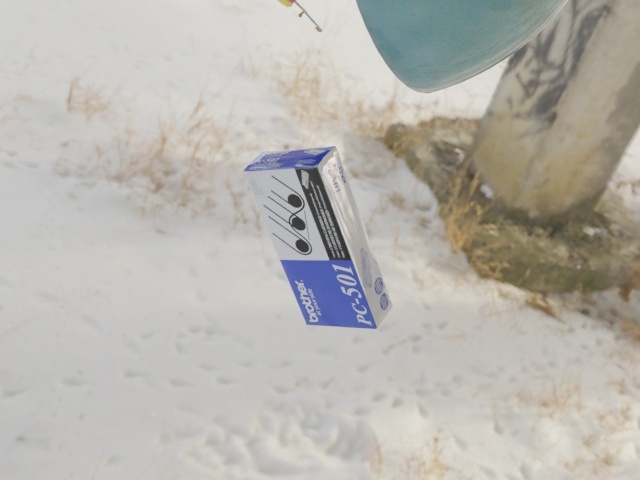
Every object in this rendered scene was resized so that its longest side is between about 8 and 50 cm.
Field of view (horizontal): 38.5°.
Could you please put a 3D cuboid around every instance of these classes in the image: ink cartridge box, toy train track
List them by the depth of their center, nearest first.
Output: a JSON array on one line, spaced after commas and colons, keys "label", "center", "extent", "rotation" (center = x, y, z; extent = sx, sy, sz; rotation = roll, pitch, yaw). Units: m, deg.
[{"label": "ink cartridge box", "center": [0.000, 0.000, 0.992], "extent": [0.097, 0.207, 0.046], "rotation": [0, 34, 34]}, {"label": "toy train track", "center": [-0.026, -0.348, 1.418], "extent": [0.083, 0.014, 0.048], "rotation": [39, 9, -42]}]

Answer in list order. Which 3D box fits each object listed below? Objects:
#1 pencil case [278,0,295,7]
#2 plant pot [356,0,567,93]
[{"label": "pencil case", "center": [-0.088, -0.356, 0.988], "extent": [0.236, 0.104, 0.104], "rotation": [35, 33, -8]}, {"label": "plant pot", "center": [0.178, -0.325, 1.006], "extent": [0.195, 0.290, 0.290], "rotation": [-8, 21, 30]}]
